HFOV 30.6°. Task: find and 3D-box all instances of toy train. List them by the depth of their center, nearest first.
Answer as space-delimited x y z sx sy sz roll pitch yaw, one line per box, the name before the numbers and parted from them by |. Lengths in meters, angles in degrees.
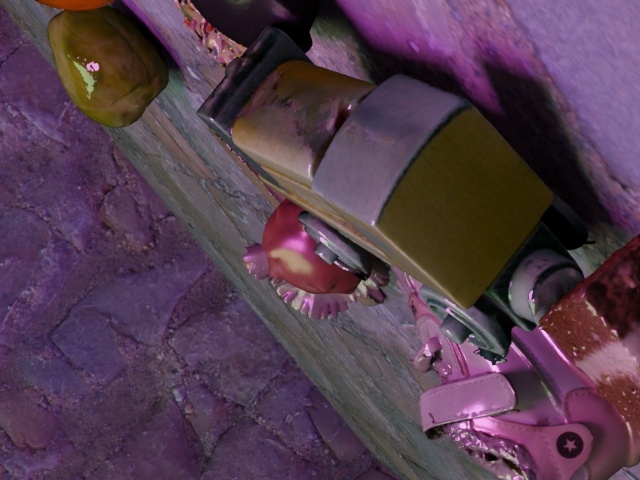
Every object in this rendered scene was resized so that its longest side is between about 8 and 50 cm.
toy train | 0.057 -0.051 1.025 0.253 0.160 0.397 41 175 -37

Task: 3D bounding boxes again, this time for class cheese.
cheese | -0.042 -0.046 1.853 0.400 0.034 0.085 49 174 -3

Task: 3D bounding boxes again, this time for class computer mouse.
computer mouse | -0.112 -0.290 1.113 0.295 0.087 0.168 52 169 -6

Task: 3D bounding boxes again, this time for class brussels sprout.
brussels sprout | -0.341 -0.280 1.829 0.223 0.161 0.223 40 173 6

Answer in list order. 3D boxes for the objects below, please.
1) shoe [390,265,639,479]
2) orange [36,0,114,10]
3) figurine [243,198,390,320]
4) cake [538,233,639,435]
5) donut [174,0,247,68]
shoe | 0.174 0.123 1.165 0.351 0.198 0.172 42 166 23
orange | -0.317 -0.373 1.394 0.224 0.170 0.224 47 170 11
figurine | 0.000 0.000 1.566 0.207 0.166 0.387 13 163 3
cake | 0.253 0.063 0.810 0.147 0.135 0.134 51 170 10
donut | -0.100 -0.241 1.289 0.174 0.068 0.174 45 170 11
